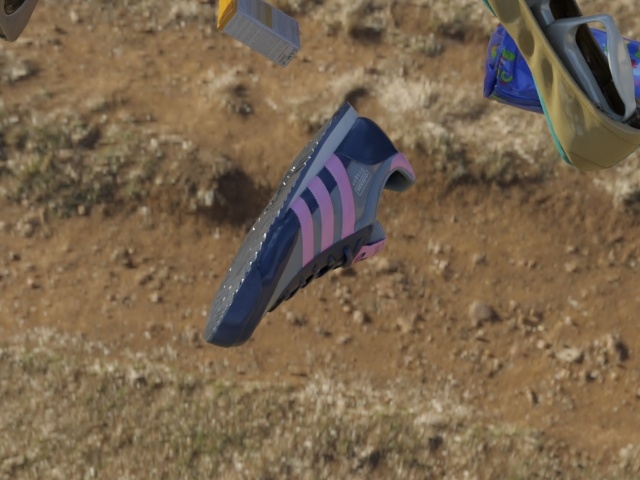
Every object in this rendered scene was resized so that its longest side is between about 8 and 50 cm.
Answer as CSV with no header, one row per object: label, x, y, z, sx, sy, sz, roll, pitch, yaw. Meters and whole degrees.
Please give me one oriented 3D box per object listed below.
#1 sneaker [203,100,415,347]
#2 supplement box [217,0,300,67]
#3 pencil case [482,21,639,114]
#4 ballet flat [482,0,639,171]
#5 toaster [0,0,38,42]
sneaker,0.000,0.000,1.124,0.131,0.112,0.319,37,62,-10
supplement box,-0.073,-0.258,1.296,0.098,0.036,0.062,28,36,-25
pencil case,0.351,-0.191,1.340,0.306,0.119,0.133,19,53,8
ballet flat,0.169,-0.162,0.768,0.080,0.073,0.232,-34,98,-40
toaster,-0.165,-0.166,0.368,0.186,0.168,0.110,30,82,-6
